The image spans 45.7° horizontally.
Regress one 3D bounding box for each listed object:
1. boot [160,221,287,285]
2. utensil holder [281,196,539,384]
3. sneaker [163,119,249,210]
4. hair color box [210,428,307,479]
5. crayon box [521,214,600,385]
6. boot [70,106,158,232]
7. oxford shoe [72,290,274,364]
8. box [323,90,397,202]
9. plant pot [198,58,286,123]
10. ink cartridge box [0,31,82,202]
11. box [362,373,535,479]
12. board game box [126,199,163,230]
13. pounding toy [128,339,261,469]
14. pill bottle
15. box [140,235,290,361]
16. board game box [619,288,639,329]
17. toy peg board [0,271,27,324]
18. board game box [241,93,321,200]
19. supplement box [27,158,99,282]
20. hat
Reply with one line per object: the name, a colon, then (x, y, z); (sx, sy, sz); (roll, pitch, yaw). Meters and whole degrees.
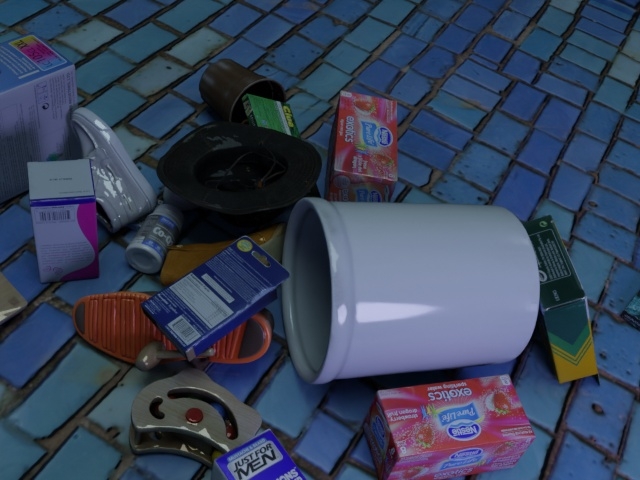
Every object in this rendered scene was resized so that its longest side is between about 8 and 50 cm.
boot: (-0.184, 0.022, 1.488); (0.211, 0.104, 0.295); (4, 18, 8)
utensil holder: (0.153, 0.087, 1.386); (0.385, 0.328, 0.328); (0, 47, -17)
sneaker: (-0.241, -0.181, 1.678); (0.106, 0.123, 0.290); (32, 49, 14)
hair color box: (-0.030, 0.462, 1.079); (0.110, 0.185, 0.339); (-25, 58, -32)
crayon box: (0.458, 0.133, 1.470); (0.083, 0.323, 0.203); (-18, 47, 11)
boot: (-0.452, -0.141, 1.533); (0.123, 0.095, 0.258); (-39, 91, -33)
oxford shoe: (-0.264, 0.151, 1.388); (0.363, 0.130, 0.133); (8, 13, 2)
box: (0.092, -0.190, 1.750); (0.142, 0.154, 0.300); (10, 45, -5)
plant pot: (-0.199, -0.348, 1.830); (0.167, 0.167, 0.165); (-27, 51, -33)
ink cartridge box: (-0.679, -0.207, 1.491); (0.151, 0.270, 0.395); (35, 49, 21)
box: (0.218, 0.327, 1.309); (0.256, 0.123, 0.128); (-3, 49, -17)
board game box: (-0.391, -0.063, 1.600); (0.090, 0.020, 0.090); (20, 46, 4)
pounding toy: (-0.219, 0.274, 1.230); (0.269, 0.155, 0.154); (32, 44, 16)
pill bottle: (-0.328, -0.006, 1.522); (0.078, 0.078, 0.137); (18, 46, 3)
box: (-0.172, 0.092, 1.286); (0.225, 0.036, 0.136); (-35, 54, -24)
board game box: (0.758, 0.148, 1.678); (0.126, 0.026, 0.186); (38, 50, 22)
toy peg board: (-0.640, 0.115, 1.347); (0.160, 0.079, 0.161); (46, 52, 7)
board game box: (-0.089, -0.209, 1.720); (0.136, 0.030, 0.260); (4, 60, -44)
supplement box: (-0.476, -0.034, 1.413); (0.111, 0.220, 0.114); (-5, 48, -19)
hat: (-0.162, -0.113, 1.564); (0.331, 0.134, 0.331); (0, 42, 0)
